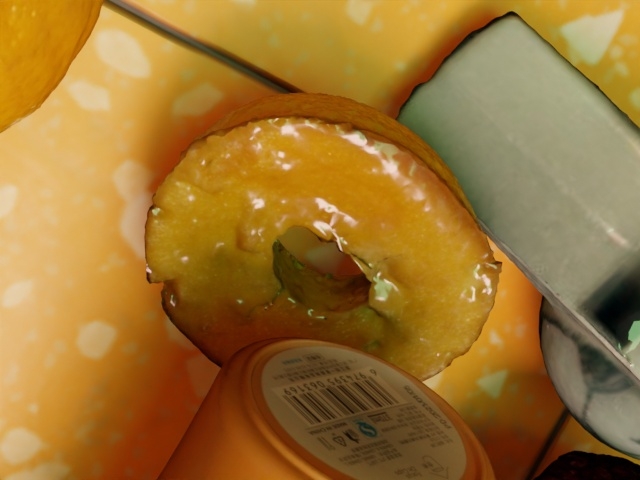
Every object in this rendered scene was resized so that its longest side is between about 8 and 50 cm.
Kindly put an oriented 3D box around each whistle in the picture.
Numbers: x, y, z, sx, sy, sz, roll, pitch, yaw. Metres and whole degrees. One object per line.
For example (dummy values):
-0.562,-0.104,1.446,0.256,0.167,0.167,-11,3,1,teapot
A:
0.170,0.021,0.797,0.163,0.163,0.289,-43,77,-2,whistle

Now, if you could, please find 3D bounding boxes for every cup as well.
-0.035,0.172,0.695,0.182,0.226,0.264,19,115,-16,cup

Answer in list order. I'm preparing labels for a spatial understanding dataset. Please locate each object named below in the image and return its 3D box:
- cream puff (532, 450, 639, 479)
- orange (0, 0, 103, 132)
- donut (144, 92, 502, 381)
0.135,0.233,0.786,0.239,0.165,0.239,-44,158,-23,cream puff
-0.186,-0.134,0.577,0.219,0.193,0.219,-18,112,-52,orange
0.000,0.000,0.734,0.162,0.065,0.178,-23,120,19,donut
